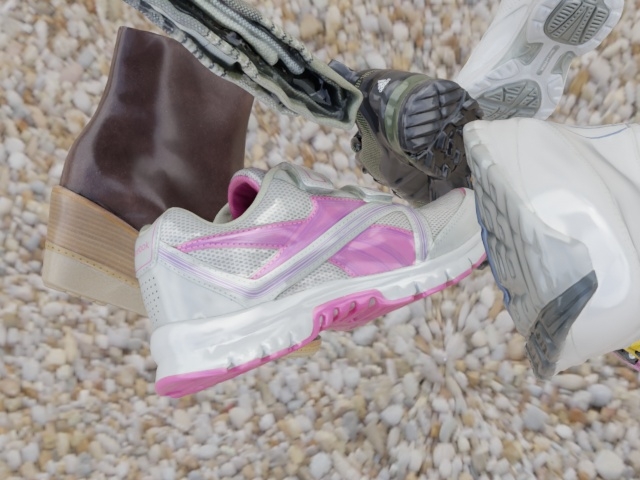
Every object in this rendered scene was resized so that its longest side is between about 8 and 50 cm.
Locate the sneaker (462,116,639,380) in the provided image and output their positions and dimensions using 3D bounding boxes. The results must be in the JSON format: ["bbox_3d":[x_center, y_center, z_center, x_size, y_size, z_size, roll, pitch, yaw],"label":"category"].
[{"bbox_3d":[0.147,-0.018,0.524,0.129,0.297,0.111,-15,93,22],"label":"sneaker"}]

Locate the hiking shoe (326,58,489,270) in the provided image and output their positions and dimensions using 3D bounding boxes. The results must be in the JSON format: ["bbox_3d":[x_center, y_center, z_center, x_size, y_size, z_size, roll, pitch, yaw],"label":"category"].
[{"bbox_3d":[0.084,-0.062,0.891,0.114,0.227,0.086,34,77,37],"label":"hiking shoe"}]

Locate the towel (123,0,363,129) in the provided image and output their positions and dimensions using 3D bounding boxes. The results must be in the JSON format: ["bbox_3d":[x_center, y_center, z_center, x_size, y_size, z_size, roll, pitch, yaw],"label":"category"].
[{"bbox_3d":[-0.150,-0.190,0.674,0.312,0.324,0.056,35,96,-35],"label":"towel"}]

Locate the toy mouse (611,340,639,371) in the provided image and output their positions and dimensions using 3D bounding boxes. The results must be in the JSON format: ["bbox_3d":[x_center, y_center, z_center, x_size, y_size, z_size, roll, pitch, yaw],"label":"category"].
[{"bbox_3d":[0.236,0.082,0.779,0.161,0.143,0.031,32,87,44],"label":"toy mouse"}]

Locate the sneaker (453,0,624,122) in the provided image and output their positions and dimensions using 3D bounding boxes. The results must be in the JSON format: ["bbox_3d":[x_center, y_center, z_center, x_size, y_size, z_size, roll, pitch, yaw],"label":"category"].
[{"bbox_3d":[0.191,-0.190,1.076,0.090,0.232,0.115,19,50,-21],"label":"sneaker"}]

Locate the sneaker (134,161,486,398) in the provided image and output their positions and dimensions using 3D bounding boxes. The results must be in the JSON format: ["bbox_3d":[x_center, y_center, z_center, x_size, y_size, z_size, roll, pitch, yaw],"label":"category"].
[{"bbox_3d":[0.000,0.000,0.694,0.252,0.103,0.111,-19,83,-37],"label":"sneaker"}]

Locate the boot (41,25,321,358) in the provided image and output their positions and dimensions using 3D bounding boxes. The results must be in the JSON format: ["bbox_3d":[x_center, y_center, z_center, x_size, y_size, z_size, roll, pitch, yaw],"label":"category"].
[{"bbox_3d":[-0.077,-0.029,0.899,0.248,0.090,0.206,22,85,-29],"label":"boot"}]
